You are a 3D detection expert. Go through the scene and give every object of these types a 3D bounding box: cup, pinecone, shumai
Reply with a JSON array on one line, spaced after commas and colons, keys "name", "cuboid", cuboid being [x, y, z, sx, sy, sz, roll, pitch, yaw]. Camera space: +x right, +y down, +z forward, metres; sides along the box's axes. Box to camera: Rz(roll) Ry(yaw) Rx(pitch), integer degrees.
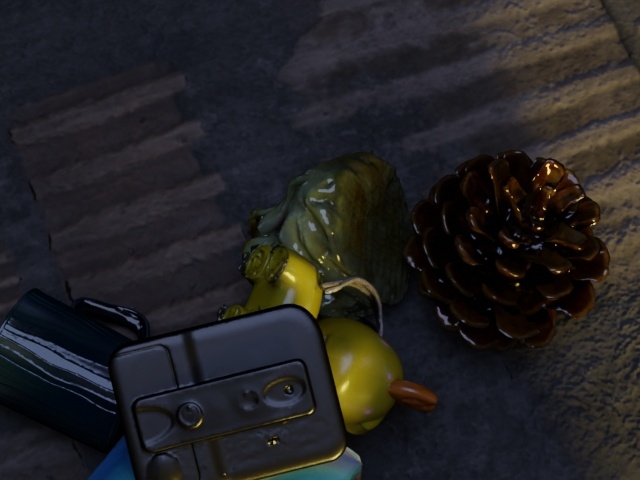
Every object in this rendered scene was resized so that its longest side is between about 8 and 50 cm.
[{"name": "cup", "cuboid": [-0.228, 0.112, 1.658, 0.138, 0.113, 0.150, 26, 71, 7]}, {"name": "pinecone", "cuboid": [0.188, 0.004, 1.677, 0.208, 0.207, 0.207, 1, 68, -1]}, {"name": "shumai", "cuboid": [0.003, -0.003, 1.725, 0.142, 0.184, 0.184, -4, 65, 29]}]

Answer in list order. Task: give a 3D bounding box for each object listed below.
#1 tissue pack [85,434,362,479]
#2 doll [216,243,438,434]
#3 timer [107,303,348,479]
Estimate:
[{"name": "tissue pack", "cuboid": [-0.113, 0.260, 1.584, 0.198, 0.146, 0.263, 35, 71, 13]}, {"name": "doll", "cuboid": [0.011, 0.103, 1.620, 0.221, 0.143, 0.135, 33, 76, -23]}, {"name": "timer", "cuboid": [-0.080, 0.140, 1.502, 0.187, 0.055, 0.144, -14, 89, -3]}]
